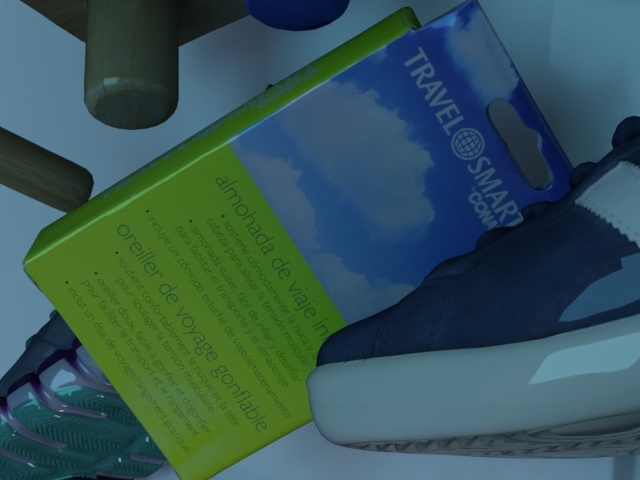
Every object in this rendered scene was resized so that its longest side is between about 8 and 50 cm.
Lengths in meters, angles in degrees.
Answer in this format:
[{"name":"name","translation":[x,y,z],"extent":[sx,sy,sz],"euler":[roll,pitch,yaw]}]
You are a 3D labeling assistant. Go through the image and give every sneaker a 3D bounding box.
[{"name":"sneaker","translation":[0.140,-0.033,0.423],"extent":[0.350,0.131,0.148],"euler":[-21,71,30]},{"name":"sneaker","translation":[-0.075,0.030,0.638],"extent":[0.224,0.083,0.098],"euler":[-36,47,26]}]

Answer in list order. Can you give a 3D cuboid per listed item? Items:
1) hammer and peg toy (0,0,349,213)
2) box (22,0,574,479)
[{"name":"hammer and peg toy","translation":[-0.091,-0.145,0.515],"extent":[0.361,0.266,0.127],"euler":[-20,59,29]},{"name":"box","translation":[0.000,0.000,0.521],"extent":[0.178,0.042,0.109],"euler":[-30,108,11]}]
